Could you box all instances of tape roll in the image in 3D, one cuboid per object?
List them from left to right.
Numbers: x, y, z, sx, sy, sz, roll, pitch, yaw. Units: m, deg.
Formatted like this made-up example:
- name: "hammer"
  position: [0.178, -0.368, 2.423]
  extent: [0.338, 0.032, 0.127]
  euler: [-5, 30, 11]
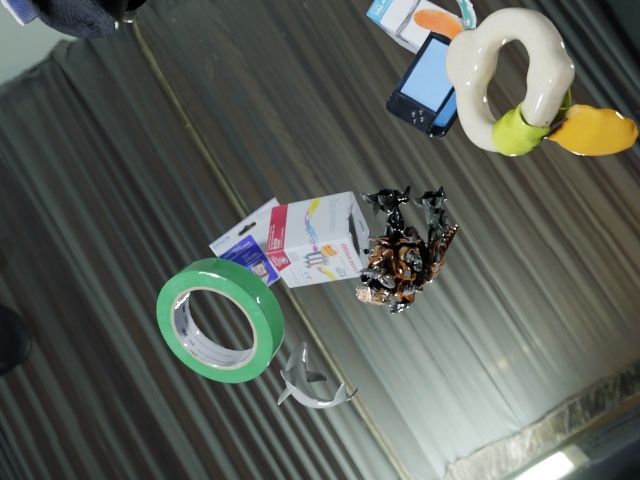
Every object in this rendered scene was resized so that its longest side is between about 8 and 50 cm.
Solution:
- name: "tape roll"
  position: [-0.250, 0.202, 1.580]
  extent: [0.321, 0.321, 0.077]
  euler: [-36, -171, 33]

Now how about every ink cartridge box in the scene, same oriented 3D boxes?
- name: "ink cartridge box"
  position: [-0.155, 0.018, 1.615]
  extent: [0.206, 0.208, 0.045]
  euler: [-37, -144, -10]
- name: "ink cartridge box"
  position: [0.000, 0.000, 1.285]
  extent: [0.176, 0.127, 0.128]
  euler: [-11, 138, 17]
- name: "ink cartridge box"
  position: [0.202, -0.399, 1.211]
  extent: [0.139, 0.191, 0.082]
  euler: [18, 112, -51]

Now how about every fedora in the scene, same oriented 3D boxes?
- name: "fedora"
  position: [-0.518, -0.536, 1.326]
  extent: [0.333, 0.153, 0.334]
  euler: [-2, 161, -1]

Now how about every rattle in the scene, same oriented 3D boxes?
- name: "rattle"
  position: [0.192, -0.169, 0.603]
  extent: [0.142, 0.200, 0.130]
  euler: [-13, 132, -12]

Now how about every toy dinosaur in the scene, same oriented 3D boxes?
- name: "toy dinosaur"
  position: [0.164, 0.013, 1.198]
  extent: [0.164, 0.219, 0.322]
  euler: [-1, -165, 19]

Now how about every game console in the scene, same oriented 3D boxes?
- name: "game console"
  position: [0.131, -0.178, 0.683]
  extent: [0.122, 0.107, 0.071]
  euler: [-57, 155, 10]

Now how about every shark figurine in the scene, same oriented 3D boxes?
- name: "shark figurine"
  position: [-0.043, 0.354, 1.568]
  extent: [0.166, 0.116, 0.278]
  euler: [-48, -146, -9]

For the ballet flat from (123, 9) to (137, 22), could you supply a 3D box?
- name: "ballet flat"
  position: [-0.497, -0.602, 1.545]
  extent: [0.057, 0.049, 0.173]
  euler: [-54, 157, -15]

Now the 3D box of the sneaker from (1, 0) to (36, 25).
- name: "sneaker"
  position: [-0.758, -0.678, 1.493]
  extent: [0.127, 0.316, 0.182]
  euler: [-37, -147, -11]
